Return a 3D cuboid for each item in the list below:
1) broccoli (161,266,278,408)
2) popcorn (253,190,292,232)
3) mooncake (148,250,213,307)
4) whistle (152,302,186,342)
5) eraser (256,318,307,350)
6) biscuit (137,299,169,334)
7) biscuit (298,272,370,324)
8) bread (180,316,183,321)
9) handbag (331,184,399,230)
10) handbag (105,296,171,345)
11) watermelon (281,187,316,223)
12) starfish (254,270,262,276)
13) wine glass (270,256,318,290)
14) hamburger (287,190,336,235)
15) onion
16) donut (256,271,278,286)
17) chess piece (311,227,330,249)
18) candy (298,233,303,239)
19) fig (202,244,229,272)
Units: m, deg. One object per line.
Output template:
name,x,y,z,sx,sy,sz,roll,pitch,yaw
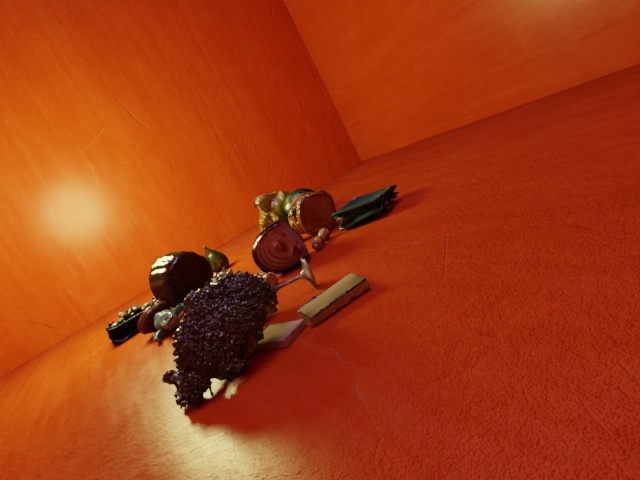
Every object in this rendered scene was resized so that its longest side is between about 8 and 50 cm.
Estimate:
broccoli,-0.276,0.234,1.205,0.353,0.275,0.397,-31,-1,-3
popcorn,-0.259,-0.150,2.646,0.290,0.321,0.326,-14,26,-14
mooncake,-0.660,0.191,2.040,0.161,0.290,0.290,-7,23,40
whistle,-0.661,0.344,1.812,0.186,0.093,0.274,-57,19,-24
eraser,-0.119,0.262,1.173,0.150,0.023,0.104,-18,16,39
biscuit,-0.762,0.343,1.923,0.050,0.170,0.170,24,35,16
biscuit,0.036,0.164,1.200,0.199,0.041,0.121,-33,15,-15
bread,-0.513,0.315,1.774,0.126,0.044,0.129,-13,15,29
handbag,0.216,-0.152,1.979,0.274,0.100,0.268,-19,12,33
handbag,-0.978,0.406,2.249,0.325,0.118,0.269,-32,12,-28
watermelon,-0.103,-0.187,2.466,0.242,0.242,0.242,-27,12,6
starfish,-0.288,0.152,2.010,0.092,0.016,0.086,-27,10,17
wine glass,-0.135,0.153,1.392,0.232,0.156,0.156,-25,12,-10
hamburger,-0.033,-0.147,2.168,0.261,0.245,0.211,-64,20,-16
onion,-0.186,0.034,1.827,0.207,0.216,0.206,-34,8,8
donut,-0.254,0.185,1.684,0.166,0.065,0.117,-35,15,-36
chess piece,0.000,-0.001,1.919,0.060,0.060,0.172,-23,16,22
candy,-0.181,-0.008,2.248,0.160,0.092,0.073,-21,15,34
fig,-0.635,0.102,2.577,0.126,0.185,0.133,-16,2,-30
